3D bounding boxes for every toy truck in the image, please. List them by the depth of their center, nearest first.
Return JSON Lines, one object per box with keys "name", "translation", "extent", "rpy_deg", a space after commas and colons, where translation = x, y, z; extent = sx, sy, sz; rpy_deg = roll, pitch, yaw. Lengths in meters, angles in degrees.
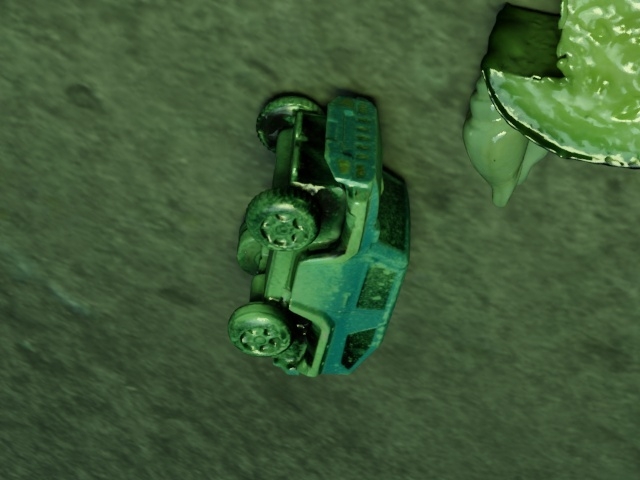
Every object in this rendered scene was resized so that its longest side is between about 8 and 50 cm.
{"name": "toy truck", "translation": [0.000, 0.000, 1.100], "extent": [0.156, 0.155, 0.279], "rpy_deg": [9, 135, -6]}

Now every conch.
{"name": "conch", "translation": [0.165, -0.102, 1.024], "extent": [0.065, 0.088, 0.180], "rpy_deg": [42, 160, 39]}

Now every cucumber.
{"name": "cucumber", "translation": [0.235, -0.158, 0.890], "extent": [0.191, 0.130, 0.191], "rpy_deg": [8, 135, 8]}
